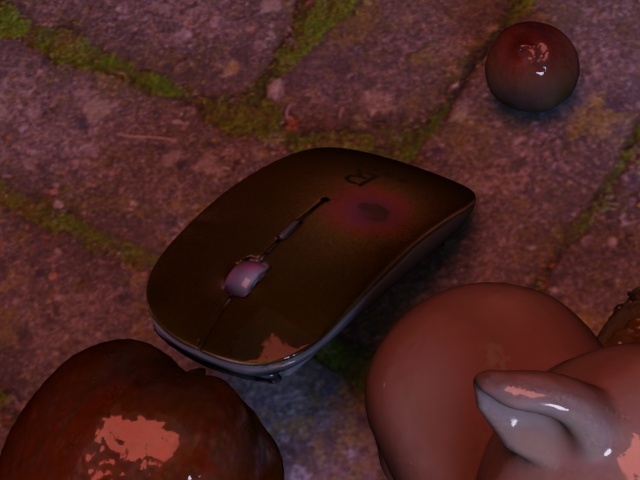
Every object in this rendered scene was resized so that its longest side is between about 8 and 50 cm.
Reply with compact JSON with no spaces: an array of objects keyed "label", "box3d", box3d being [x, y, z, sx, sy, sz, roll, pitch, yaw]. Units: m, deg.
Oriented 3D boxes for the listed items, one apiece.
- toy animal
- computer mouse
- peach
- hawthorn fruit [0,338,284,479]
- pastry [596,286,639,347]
[{"label":"toy animal","box3d":[0.156,0.141,0.961,0.237,0.269,0.326,-8,46,-28]},{"label":"computer mouse","box3d":[0.000,0.000,1.159,0.158,0.072,0.310,21,38,27]},{"label":"peach","box3d":[0.182,-0.150,1.287,0.083,0.083,0.083,-7,54,9]},{"label":"hawthorn fruit","box3d":[-0.145,0.199,1.052,0.199,0.199,0.251,20,66,26]},{"label":"pastry","box3d":[0.264,0.099,1.083,0.153,0.081,0.153,-2,60,3]}]
